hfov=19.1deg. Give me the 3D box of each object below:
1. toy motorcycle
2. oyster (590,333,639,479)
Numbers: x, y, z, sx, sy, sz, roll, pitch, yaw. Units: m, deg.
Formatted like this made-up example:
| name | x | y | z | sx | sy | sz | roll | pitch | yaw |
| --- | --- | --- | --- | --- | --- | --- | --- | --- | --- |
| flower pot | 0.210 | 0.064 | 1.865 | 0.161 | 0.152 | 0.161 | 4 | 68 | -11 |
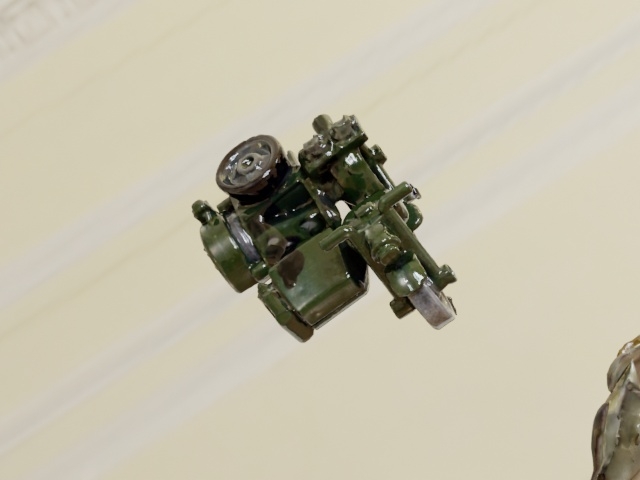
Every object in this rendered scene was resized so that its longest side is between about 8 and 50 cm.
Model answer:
| name | x | y | z | sx | sy | sz | roll | pitch | yaw |
| --- | --- | --- | --- | --- | --- | --- | --- | --- | --- |
| toy motorcycle | 0.000 | 0.000 | 1.741 | 0.205 | 0.275 | 0.127 | -35 | -44 | 7 |
| oyster | 0.177 | 0.126 | 0.968 | 0.163 | 0.081 | 0.191 | 7 | -89 | -44 |
